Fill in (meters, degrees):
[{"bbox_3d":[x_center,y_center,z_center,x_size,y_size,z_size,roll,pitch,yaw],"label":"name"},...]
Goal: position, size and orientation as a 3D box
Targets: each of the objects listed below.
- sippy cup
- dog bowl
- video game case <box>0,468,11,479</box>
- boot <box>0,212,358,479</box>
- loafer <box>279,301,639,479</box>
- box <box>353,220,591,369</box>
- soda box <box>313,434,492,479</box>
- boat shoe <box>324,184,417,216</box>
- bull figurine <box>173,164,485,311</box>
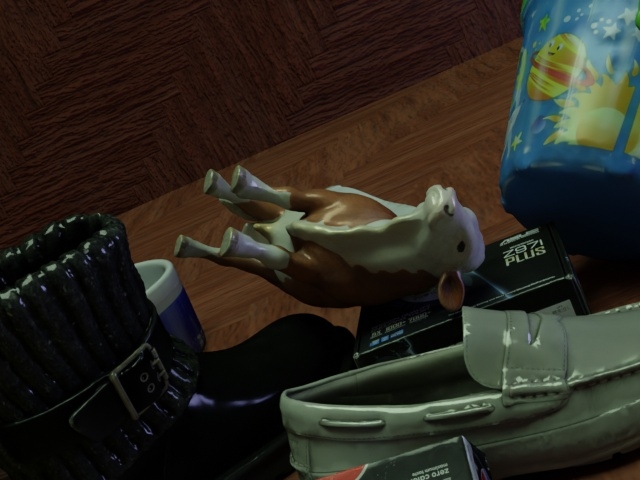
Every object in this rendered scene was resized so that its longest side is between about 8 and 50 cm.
[{"bbox_3d":[0.265,-0.111,0.949,0.240,0.305,0.224,2,59,39],"label":"sippy cup"},{"bbox_3d":[-0.275,0.129,1.284,0.265,0.104,0.265,-23,13,6],"label":"dog bowl"},{"bbox_3d":[-0.237,0.156,0.942,0.183,0.201,0.023,-26,39,-5],"label":"video game case"},{"bbox_3d":[-0.122,0.084,0.855,0.131,0.260,0.348,-10,21,45],"label":"boot"},{"bbox_3d":[0.126,0.093,0.711,0.319,0.111,0.112,-23,14,8],"label":"loafer"},{"bbox_3d":[0.126,0.068,0.878,0.180,0.077,0.147,-22,13,12],"label":"box"},{"bbox_3d":[0.023,0.174,0.661,0.169,0.060,0.053,-20,-28,15],"label":"soda box"},{"bbox_3d":[0.030,0.013,1.215,0.102,0.108,0.301,-29,21,-22],"label":"boat shoe"},{"bbox_3d":[0.000,0.000,0.896,0.188,0.101,0.310,17,-11,-18],"label":"bull figurine"}]
